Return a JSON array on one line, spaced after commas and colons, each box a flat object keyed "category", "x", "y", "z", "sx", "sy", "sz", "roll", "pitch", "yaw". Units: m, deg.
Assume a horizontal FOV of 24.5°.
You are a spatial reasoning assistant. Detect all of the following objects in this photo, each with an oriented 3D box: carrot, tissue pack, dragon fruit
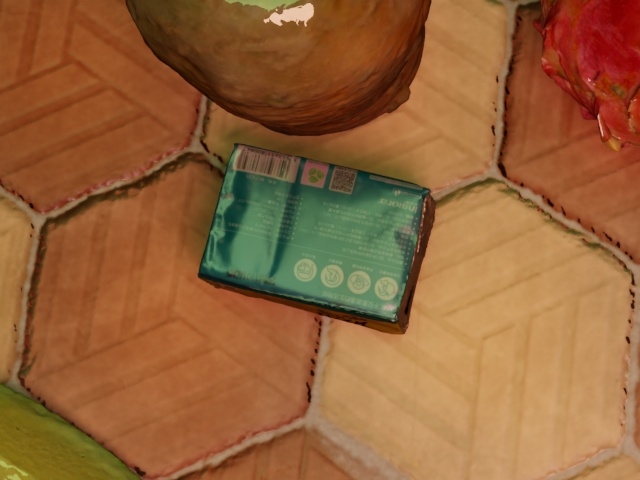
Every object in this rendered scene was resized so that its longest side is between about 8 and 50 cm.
[{"category": "carrot", "x": -0.023, "y": -0.191, "z": 1.113, "sx": 0.224, "sy": 0.340, "sz": 0.224, "roll": -1, "pitch": 83, "yaw": 6}, {"category": "tissue pack", "x": 0.000, "y": 0.000, "z": 1.199, "sx": 0.169, "sy": 0.082, "sz": 0.120, "roll": 13, "pitch": 81, "yaw": 8}, {"category": "dragon fruit", "x": 0.263, "y": -0.191, "z": 1.155, "sx": 0.205, "sy": 0.210, "sz": 0.268, "roll": -38, "pitch": 75, "yaw": 28}]

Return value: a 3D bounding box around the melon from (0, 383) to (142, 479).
[{"category": "melon", "x": -0.247, "y": 0.216, "z": 1.162, "sx": 0.196, "sy": 0.124, "sz": 0.323, "roll": -42, "pitch": 72, "yaw": -5}]
